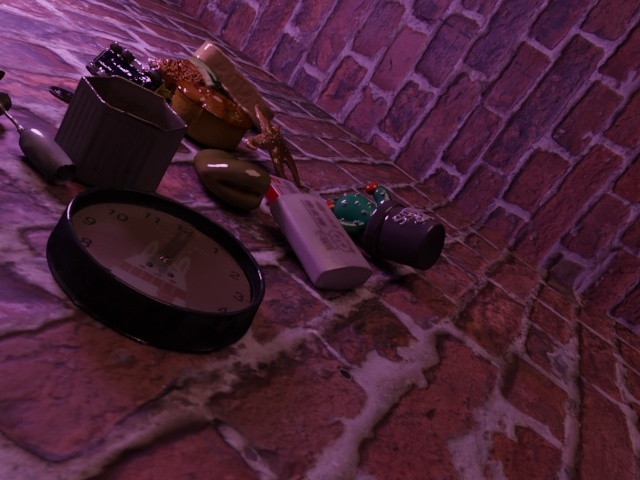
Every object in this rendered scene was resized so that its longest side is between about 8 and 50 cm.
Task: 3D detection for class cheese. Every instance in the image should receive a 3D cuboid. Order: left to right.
[{"bbox_3d":[-0.325,-0.592,2.202,0.384,0.104,0.384,47,1,-2],"label":"cheese"}]

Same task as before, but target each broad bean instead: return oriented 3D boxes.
[{"bbox_3d":[-0.245,-0.170,1.486,0.189,0.121,0.263,8,16,-39],"label":"broad bean"}]

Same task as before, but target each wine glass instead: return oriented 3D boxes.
[{"bbox_3d":[-0.580,-0.202,1.106,0.262,0.074,0.074,41,22,17],"label":"wine glass"}]

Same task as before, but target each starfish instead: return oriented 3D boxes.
[{"bbox_3d":[-0.147,-0.317,1.833,0.299,0.060,0.302,30,41,-50],"label":"starfish"}]

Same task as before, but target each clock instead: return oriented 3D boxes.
[{"bbox_3d":[-0.673,-0.385,1.462,0.083,0.010,0.074,28,21,-13],"label":"clock"},{"bbox_3d":[-0.276,0.036,0.989,0.386,0.076,0.386,28,21,-12],"label":"clock"}]

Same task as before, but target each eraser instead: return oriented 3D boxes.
[{"bbox_3d":[0.000,0.000,1.413,0.174,0.094,0.270,4,41,-42],"label":"eraser"}]

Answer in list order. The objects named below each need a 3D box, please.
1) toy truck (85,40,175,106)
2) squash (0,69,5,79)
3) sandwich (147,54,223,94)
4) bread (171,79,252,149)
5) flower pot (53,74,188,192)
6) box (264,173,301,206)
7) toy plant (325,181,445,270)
[{"bbox_3d":[-0.556,-0.458,1.639,0.272,0.124,0.157,38,-12,22],"label":"toy truck"},{"bbox_3d":[-0.744,-0.311,0.992,0.155,0.204,0.237,59,25,5],"label":"squash"},{"bbox_3d":[-0.483,-0.585,1.985,0.250,0.162,0.301,42,19,34],"label":"sandwich"},{"bbox_3d":[-0.355,-0.405,1.775,0.270,0.148,0.270,32,18,-12],"label":"bread"},{"bbox_3d":[-0.431,-0.224,1.198,0.209,0.189,0.239,34,22,1],"label":"flower pot"},{"bbox_3d":[-0.092,-0.111,1.634,0.123,0.050,0.229,14,28,-39],"label":"box"},{"bbox_3d":[0.182,-0.053,1.710,0.400,0.279,0.185,24,-25,35],"label":"toy plant"}]
